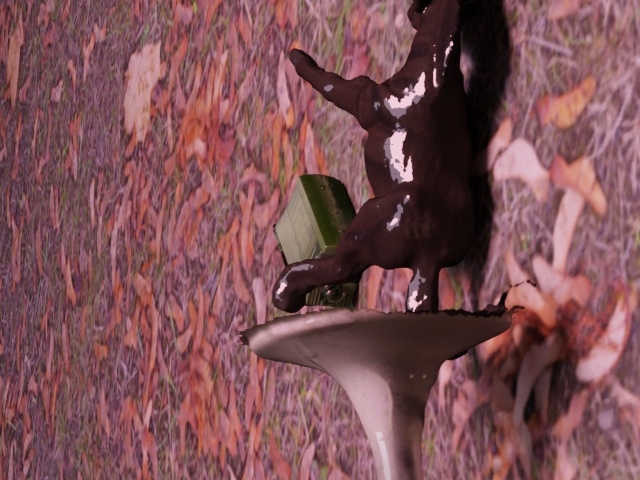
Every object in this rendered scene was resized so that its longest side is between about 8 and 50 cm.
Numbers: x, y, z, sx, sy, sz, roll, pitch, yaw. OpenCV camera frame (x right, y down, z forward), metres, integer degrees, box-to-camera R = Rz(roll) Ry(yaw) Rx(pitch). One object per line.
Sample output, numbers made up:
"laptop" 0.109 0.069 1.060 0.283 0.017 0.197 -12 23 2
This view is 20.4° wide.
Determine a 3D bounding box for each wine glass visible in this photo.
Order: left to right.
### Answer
"wine glass" 0.043 0.185 0.848 0.143 0.143 0.321 145 120 -64

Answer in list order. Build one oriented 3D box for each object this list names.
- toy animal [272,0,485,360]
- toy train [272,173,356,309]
"toy animal" 0.041 -0.048 0.990 0.148 0.084 0.232 159 117 -66
"toy train" 0.000 0.000 1.155 0.093 0.038 0.056 -111 34 -49
